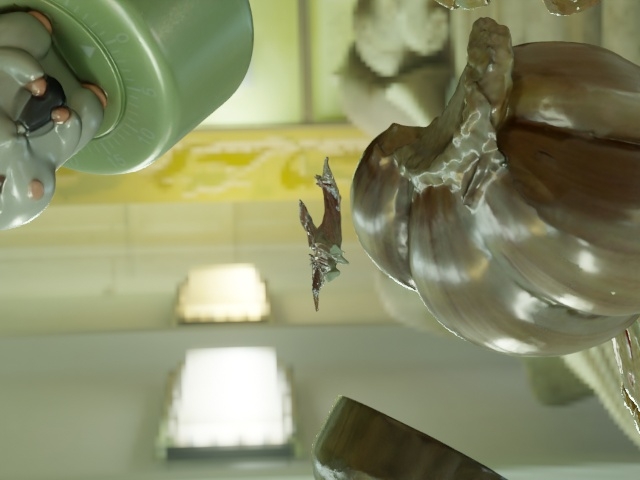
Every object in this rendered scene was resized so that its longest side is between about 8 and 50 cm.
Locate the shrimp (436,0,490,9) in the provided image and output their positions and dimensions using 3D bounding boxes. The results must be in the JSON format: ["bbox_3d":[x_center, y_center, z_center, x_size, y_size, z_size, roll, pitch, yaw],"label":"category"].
[{"bbox_3d":[0.146,-0.265,1.321,0.180,0.099,0.041,-45,154,26],"label":"shrimp"}]

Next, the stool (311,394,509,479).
[{"bbox_3d":[0.034,0.291,1.392,0.179,0.264,0.179,26,172,4],"label":"stool"}]

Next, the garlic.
[{"bbox_3d":[0.118,-0.008,0.919,0.191,0.160,0.214,21,141,-24],"label":"garlic"}]

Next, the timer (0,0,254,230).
[{"bbox_3d":[-0.249,-0.132,1.353,0.291,0.291,0.315,4,-137,31],"label":"timer"}]

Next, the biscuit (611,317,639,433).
[{"bbox_3d":[0.271,0.056,1.334,0.035,0.184,0.249,-8,145,-3],"label":"biscuit"}]

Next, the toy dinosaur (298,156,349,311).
[{"bbox_3d":[0.001,0.000,1.782,0.032,0.220,0.108,-9,-142,-20],"label":"toy dinosaur"}]

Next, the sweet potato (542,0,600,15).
[{"bbox_3d":[0.128,-0.279,1.095,0.059,0.281,0.067,-23,-152,10],"label":"sweet potato"}]
